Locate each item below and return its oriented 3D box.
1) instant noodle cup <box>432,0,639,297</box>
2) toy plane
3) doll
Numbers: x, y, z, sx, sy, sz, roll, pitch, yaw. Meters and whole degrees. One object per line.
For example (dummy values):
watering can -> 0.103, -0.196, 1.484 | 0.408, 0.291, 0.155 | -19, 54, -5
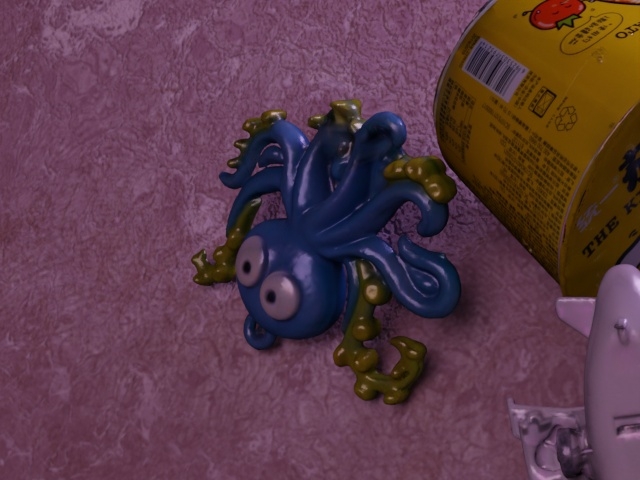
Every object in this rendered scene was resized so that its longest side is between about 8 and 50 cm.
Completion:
instant noodle cup -> 0.279, -0.104, 1.552 | 0.325, 0.325, 0.254 | -51, 48, 3
toy plane -> 0.287, 0.145, 1.411 | 0.252, 0.118, 0.252 | 2, 96, 18
doll -> 0.000, 0.000, 1.715 | 0.346, 0.099, 0.341 | 46, 126, 26
